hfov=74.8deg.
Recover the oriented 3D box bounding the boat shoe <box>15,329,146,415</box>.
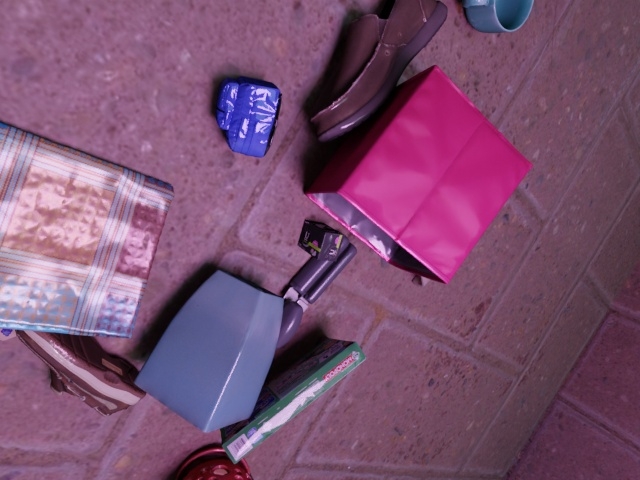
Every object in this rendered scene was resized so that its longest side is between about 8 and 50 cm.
[{"bbox_3d":[-0.408,0.218,0.693,0.095,0.095,0.257,-35,125,-5],"label":"boat shoe"}]

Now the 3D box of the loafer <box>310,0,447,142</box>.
[{"bbox_3d":[0.085,-0.336,0.779,0.130,0.134,0.366,40,75,-16],"label":"loafer"}]

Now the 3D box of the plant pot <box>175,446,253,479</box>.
[{"bbox_3d":[-0.226,0.567,0.897,0.191,0.174,0.191,-3,100,-17],"label":"plant pot"}]

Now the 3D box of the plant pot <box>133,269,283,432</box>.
[{"bbox_3d":[-0.177,0.184,0.764,0.234,0.165,0.165,-65,159,-5],"label":"plant pot"}]

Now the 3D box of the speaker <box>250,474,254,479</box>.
[{"bbox_3d":[-0.226,0.623,1.019,0.136,0.055,0.055,-31,125,-20],"label":"speaker"}]

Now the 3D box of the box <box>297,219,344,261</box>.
[{"bbox_3d":[0.000,0.000,0.878,0.052,0.083,0.062,7,106,-36],"label":"box"}]

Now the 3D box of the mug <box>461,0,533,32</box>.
[{"bbox_3d":[0.365,-0.520,0.889,0.157,0.097,0.129,19,99,-38],"label":"mug"}]

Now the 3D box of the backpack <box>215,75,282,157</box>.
[{"bbox_3d":[-0.124,-0.205,0.698,0.101,0.098,0.120,7,117,-14],"label":"backpack"}]

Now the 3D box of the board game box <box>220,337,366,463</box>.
[{"bbox_3d":[-0.069,0.323,0.903,0.317,0.213,0.046,-33,89,-18],"label":"board game box"}]

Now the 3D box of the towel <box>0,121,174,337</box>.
[{"bbox_3d":[-0.412,-0.012,0.576,0.370,0.040,0.272,19,83,-39],"label":"towel"}]

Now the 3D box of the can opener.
[{"bbox_3d":[-0.017,0.113,0.910,0.283,0.095,0.076,-48,129,-7],"label":"can opener"}]

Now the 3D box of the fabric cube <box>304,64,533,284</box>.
[{"bbox_3d":[0.165,-0.111,0.788,0.259,0.254,0.258,38,85,-14],"label":"fabric cube"}]

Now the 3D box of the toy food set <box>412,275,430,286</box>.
[{"bbox_3d":[0.287,-0.045,1.066,0.219,0.092,0.306,-41,136,-13],"label":"toy food set"}]

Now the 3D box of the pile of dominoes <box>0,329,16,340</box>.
[{"bbox_3d":[-0.562,0.074,0.554,0.196,0.040,0.251,-22,121,-26],"label":"pile of dominoes"}]
